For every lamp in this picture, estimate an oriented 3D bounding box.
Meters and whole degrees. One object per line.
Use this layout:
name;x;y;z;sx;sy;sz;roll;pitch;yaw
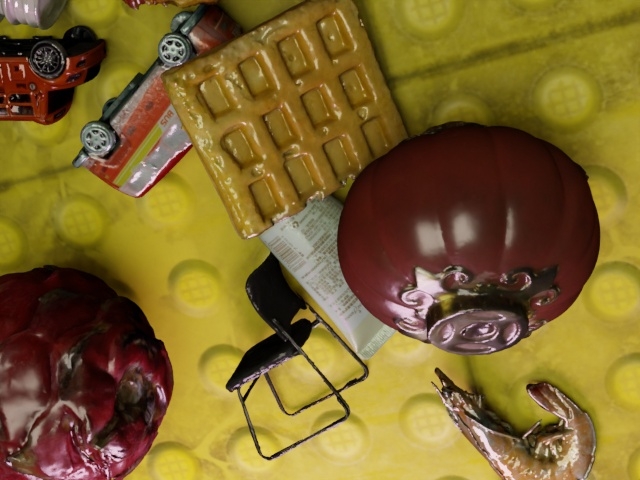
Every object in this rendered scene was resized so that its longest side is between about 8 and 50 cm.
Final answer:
lamp;0.169;-0.004;1.375;0.303;0.257;0.303;-2;149;-1

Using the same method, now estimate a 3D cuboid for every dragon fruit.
dragon fruit;-0.351;0.187;1.540;0.329;0.329;0.329;4;110;11

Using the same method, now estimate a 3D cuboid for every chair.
chair;-0.060;0.143;1.551;0.145;0.140;0.221;-30;99;20

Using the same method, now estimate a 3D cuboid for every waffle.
waffle;-0.037;-0.151;1.411;0.248;0.055;0.221;-29;109;-14

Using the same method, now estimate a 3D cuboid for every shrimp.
shrimp;0.256;0.237;1.566;0.251;0.052;0.143;40;103;-12

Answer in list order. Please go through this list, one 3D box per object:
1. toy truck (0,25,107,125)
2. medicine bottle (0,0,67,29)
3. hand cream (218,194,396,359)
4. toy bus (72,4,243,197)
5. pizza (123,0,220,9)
toy truck;-0.399;-0.209;1.513;0.253;0.107;0.114;3;112;13
medicine bottle;-0.471;-0.359;1.457;0.324;0.124;0.179;20;86;3
hand cream;0.000;0.000;1.508;0.306;0.093;0.147;44;89;-6
toy bus;-0.188;-0.175;1.478;0.120;0.121;0.265;39;112;-12
pizza;-0.137;-0.307;1.351;0.290;0.229;0.081;-6;106;14
